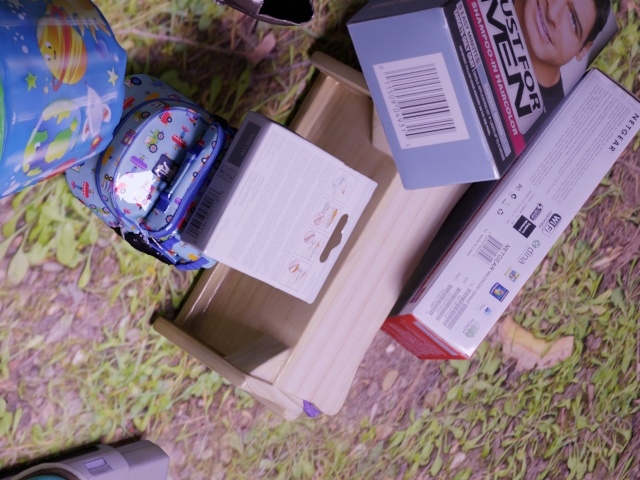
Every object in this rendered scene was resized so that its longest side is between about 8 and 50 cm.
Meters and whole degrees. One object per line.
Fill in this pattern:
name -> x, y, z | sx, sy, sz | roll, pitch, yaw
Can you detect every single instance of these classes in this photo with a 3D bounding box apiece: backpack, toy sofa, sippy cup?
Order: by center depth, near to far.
sippy cup -> -0.293, -0.131, 1.656 | 0.305, 0.240, 0.224 | -37, 168, 37
backpack -> -0.155, -0.071, 1.904 | 0.158, 0.117, 0.173 | -55, 138, -6
toy sofa -> 0.000, 0.000, 2.081 | 0.177, 0.150, 0.362 | 29, 91, -54

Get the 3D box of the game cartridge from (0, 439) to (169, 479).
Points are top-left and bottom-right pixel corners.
game cartridge -> -0.321, 0.344, 2.035 | 0.355, 0.068, 0.230 | -13, 118, -41

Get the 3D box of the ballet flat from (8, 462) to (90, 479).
ballet flat -> -0.327, 0.387, 1.933 | 0.139, 0.139, 0.400 | 22, 101, -50

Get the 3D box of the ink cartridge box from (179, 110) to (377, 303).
ink cartridge box -> -0.039, -0.031, 1.921 | 0.179, 0.045, 0.145 | 27, 92, -51

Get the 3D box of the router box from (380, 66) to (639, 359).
router box -> 0.204, -0.023, 2.192 | 0.335, 0.082, 0.301 | -53, -177, -6

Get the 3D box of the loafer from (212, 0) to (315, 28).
loafer -> -0.077, -0.263, 1.892 | 0.220, 0.078, 0.080 | 16, 102, -50

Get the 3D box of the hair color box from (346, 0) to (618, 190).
hair color box -> 0.176, -0.220, 2.011 | 0.374, 0.113, 0.185 | -48, 125, -51
